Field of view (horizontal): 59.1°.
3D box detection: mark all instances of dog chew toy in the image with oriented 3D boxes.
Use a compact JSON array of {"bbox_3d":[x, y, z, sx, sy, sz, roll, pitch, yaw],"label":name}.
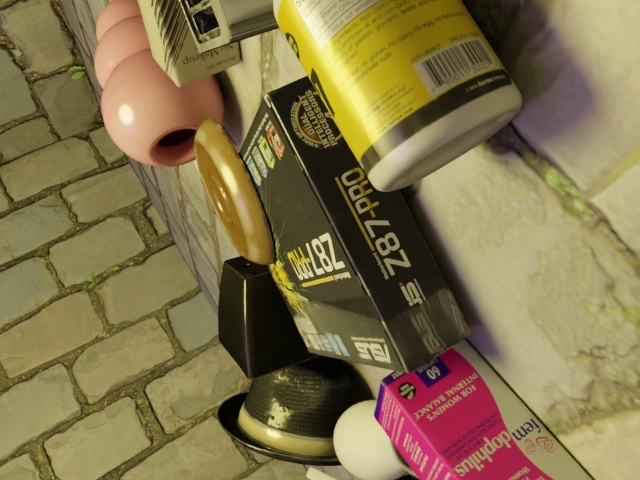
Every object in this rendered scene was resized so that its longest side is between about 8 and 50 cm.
[{"bbox_3d":[-0.301,-0.295,0.999,0.206,0.207,0.331,106,141,-64],"label":"dog chew toy"}]

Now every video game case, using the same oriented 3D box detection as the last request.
[{"bbox_3d":[0.096,0.453,0.947,0.183,0.023,0.201,5,148,45],"label":"video game case"}]

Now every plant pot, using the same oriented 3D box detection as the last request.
[{"bbox_3d":[-0.086,0.111,1.018,0.187,0.188,0.166,25,127,61],"label":"plant pot"},{"bbox_3d":[-0.137,-0.065,0.843,0.236,0.032,0.236,54,159,31],"label":"plant pot"}]

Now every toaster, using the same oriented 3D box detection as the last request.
[{"bbox_3d":[-0.089,-0.288,0.571,0.186,0.110,0.168,25,140,61],"label":"toaster"}]

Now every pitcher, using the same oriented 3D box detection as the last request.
[{"bbox_3d":[0.120,0.330,0.877,0.177,0.125,0.207,49,150,-4],"label":"pitcher"}]

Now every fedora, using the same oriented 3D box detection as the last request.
[{"bbox_3d":[-0.036,0.299,1.090,0.334,0.334,0.152,-169,85,-66],"label":"fedora"}]

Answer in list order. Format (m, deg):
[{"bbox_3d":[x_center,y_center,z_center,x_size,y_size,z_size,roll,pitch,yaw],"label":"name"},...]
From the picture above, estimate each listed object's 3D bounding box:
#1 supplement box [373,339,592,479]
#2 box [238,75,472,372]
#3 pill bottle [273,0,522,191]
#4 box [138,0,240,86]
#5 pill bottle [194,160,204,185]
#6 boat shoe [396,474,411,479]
[{"bbox_3d":[0.167,0.227,0.598,0.220,0.111,0.114,50,157,30],"label":"supplement box"},{"bbox_3d":[0.000,0.000,0.750,0.318,0.097,0.395,62,162,-2],"label":"box"},{"bbox_3d":[0.040,-0.151,0.405,0.208,0.119,0.119,61,161,7],"label":"pill bottle"},{"bbox_3d":[-0.185,-0.350,0.737,0.094,0.113,0.275,50,159,30],"label":"box"},{"bbox_3d":[-0.191,-0.117,1.120,0.137,0.078,0.078,54,160,24],"label":"pill bottle"},{"bbox_3d":[0.131,0.449,1.053,0.080,0.073,0.223,40,155,35],"label":"boat shoe"}]
